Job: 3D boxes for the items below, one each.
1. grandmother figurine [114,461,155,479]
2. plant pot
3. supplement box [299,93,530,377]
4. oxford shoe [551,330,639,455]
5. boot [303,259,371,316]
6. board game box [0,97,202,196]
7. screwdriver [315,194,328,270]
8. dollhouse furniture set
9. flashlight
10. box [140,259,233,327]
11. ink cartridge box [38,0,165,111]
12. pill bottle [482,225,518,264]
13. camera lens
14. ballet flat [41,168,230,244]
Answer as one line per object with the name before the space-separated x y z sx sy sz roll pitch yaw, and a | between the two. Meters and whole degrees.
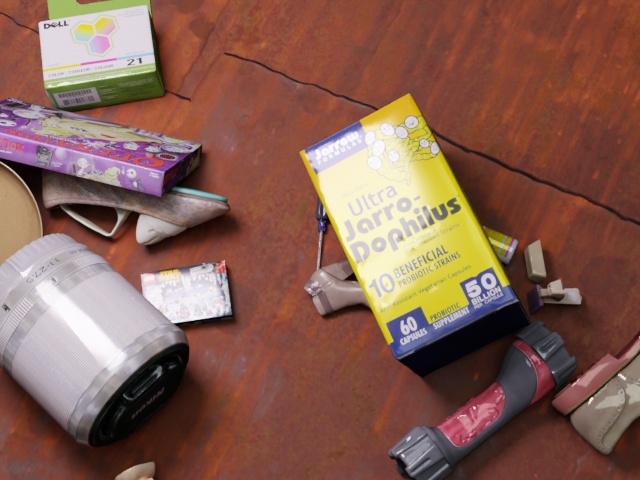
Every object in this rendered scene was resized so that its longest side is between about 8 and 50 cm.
grandmother figurine | -0.204 0.488 1.672 0.208 0.104 0.342 -35 73 18
plant pot | -0.544 -0.027 1.853 0.236 0.032 0.236 3 105 10
supplement box | 0.144 -0.003 1.774 0.194 0.195 0.356 -28 70 7
oxford shoe | 0.517 0.183 1.756 0.348 0.123 0.130 -38 77 2
boot | 0.034 0.090 1.848 0.087 0.042 0.118 -37 78 -2
board game box | -0.382 -0.152 1.871 0.347 0.208 0.056 14 113 6
screwdriver | 0.000 0.000 1.896 0.024 0.025 0.169 4 78 2
dollhouse furniture set | 0.373 0.047 1.836 0.081 0.091 0.114 1 65 -14
flashlight | 0.237 0.245 1.745 0.304 0.103 0.103 -35 73 -12
box | -0.211 0.087 1.858 0.137 0.027 0.094 -9 68 -2
ink cartridge box | -0.378 -0.361 1.999 0.189 0.097 0.255 -10 70 -2
pill bottle | 0.268 0.004 1.868 0.083 0.043 0.043 24 71 10
camera lens | -0.348 0.150 1.735 0.274 0.219 0.219 40 75 15
ballet flat | -0.300 -0.052 1.888 0.316 0.107 0.106 14 90 12
